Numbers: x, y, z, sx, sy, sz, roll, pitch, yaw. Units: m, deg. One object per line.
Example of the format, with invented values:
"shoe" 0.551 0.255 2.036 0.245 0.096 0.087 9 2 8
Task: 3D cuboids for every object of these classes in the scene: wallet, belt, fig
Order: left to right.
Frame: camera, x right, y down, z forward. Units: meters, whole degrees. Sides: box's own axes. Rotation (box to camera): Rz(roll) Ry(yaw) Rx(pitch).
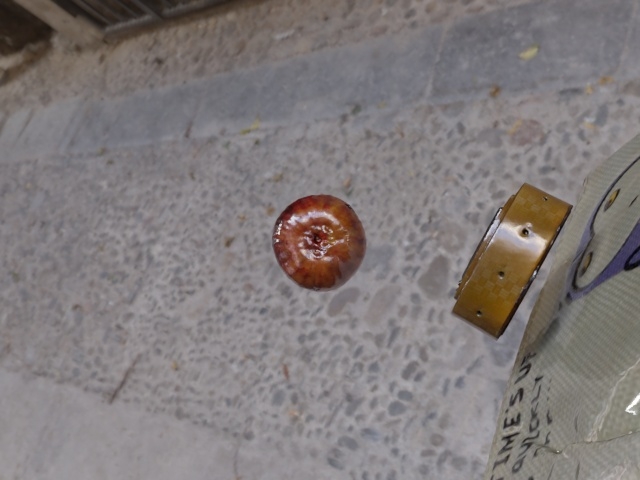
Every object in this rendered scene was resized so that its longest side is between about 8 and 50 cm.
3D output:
"fig" -0.003 -0.007 1.042 0.128 0.128 0.150 -41 31 19
"belt" 0.103 0.011 0.430 0.036 0.059 0.083 30 93 14
"wallet" 0.155 0.025 0.376 0.335 0.068 0.275 -59 5 -31
